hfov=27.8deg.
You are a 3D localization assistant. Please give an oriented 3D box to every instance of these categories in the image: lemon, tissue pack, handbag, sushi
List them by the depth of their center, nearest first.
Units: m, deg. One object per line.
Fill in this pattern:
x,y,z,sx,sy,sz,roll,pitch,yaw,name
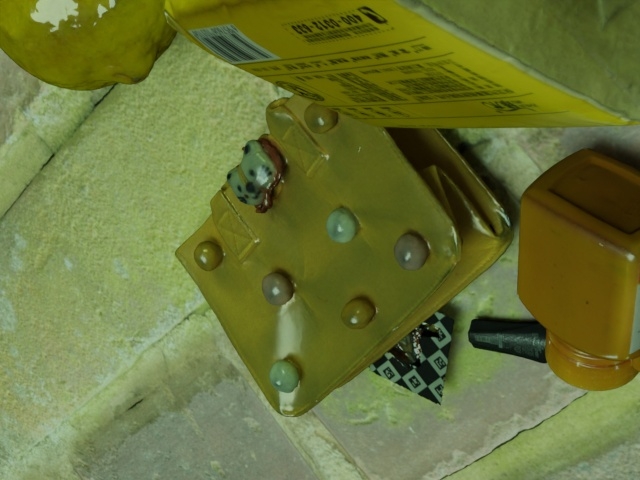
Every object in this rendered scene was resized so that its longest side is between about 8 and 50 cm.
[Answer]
0.081,-0.230,1.062,0.293,0.228,0.382,23,174,-27,tissue pack
-0.268,-0.289,1.414,0.288,0.233,0.233,53,133,12,lemon
0.000,0.000,1.455,0.283,0.133,0.401,55,135,12,handbag
0.106,0.116,1.518,0.120,0.026,0.126,25,125,29,sushi

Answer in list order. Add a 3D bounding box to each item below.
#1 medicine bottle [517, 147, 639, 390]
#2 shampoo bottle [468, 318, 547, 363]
0.278,0.038,1.281,0.149,0.112,0.222,34,145,35,medicine bottle
0.231,0.111,1.433,0.137,0.027,0.048,5,109,32,shampoo bottle
